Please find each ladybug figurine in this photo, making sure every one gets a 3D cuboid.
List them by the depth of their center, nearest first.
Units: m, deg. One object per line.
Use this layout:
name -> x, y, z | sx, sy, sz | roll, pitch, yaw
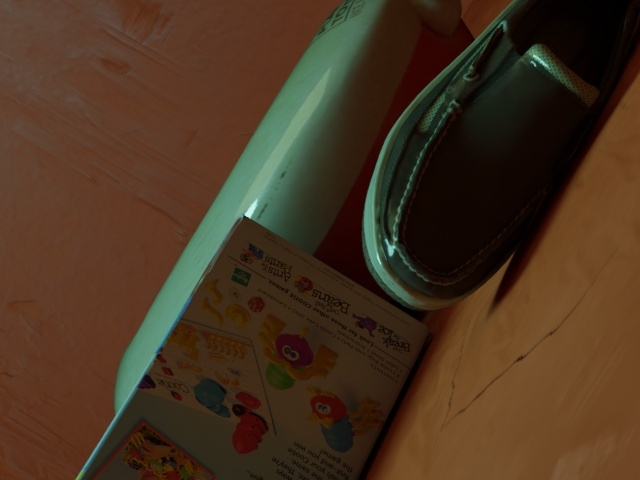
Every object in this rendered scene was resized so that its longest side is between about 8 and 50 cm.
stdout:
ladybug figurine -> 0.000, 0.000, 1.431 | 0.449, 0.162, 0.305 | -57, 2, 38

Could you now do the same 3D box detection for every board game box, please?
board game box -> -0.066, 0.146, 1.174 | 0.275, 0.144, 0.142 | -60, 2, -41

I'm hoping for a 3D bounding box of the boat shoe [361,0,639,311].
boat shoe -> 0.107, -0.075, 1.086 | 0.257, 0.095, 0.095 | -60, 9, -32
